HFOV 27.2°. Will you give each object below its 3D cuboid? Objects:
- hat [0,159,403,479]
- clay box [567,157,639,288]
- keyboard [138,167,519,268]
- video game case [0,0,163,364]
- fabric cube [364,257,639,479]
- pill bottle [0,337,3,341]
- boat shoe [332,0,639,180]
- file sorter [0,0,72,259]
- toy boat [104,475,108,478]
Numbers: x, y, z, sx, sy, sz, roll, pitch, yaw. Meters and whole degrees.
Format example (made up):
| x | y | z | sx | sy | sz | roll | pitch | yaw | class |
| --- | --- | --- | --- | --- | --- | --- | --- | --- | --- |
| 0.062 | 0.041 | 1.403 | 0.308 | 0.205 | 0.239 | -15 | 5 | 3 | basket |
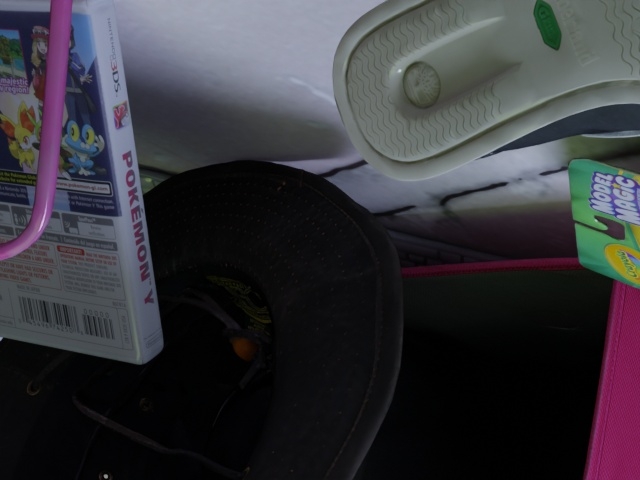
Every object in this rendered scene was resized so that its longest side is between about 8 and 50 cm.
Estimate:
| x | y | z | sx | sy | sz | roll | pitch | yaw | class |
| --- | --- | --- | --- | --- | --- | --- | --- | --- | --- |
| -0.071 | 0.123 | 0.693 | 0.331 | 0.331 | 0.134 | 2 | 146 | 40 | hat |
| 0.214 | -0.005 | 0.526 | 0.222 | 0.053 | 0.127 | 13 | 161 | 18 | clay box |
| 0.000 | 0.000 | 0.802 | 0.256 | 0.014 | 0.072 | 14 | 161 | 12 | keyboard |
| -0.175 | -0.037 | 0.664 | 0.201 | 0.023 | 0.183 | 8 | 116 | 29 | video game case |
| 0.122 | 0.172 | 0.759 | 0.258 | 0.259 | 0.254 | 25 | 160 | -40 | fabric cube |
| -0.334 | 0.000 | 0.880 | 0.278 | 0.162 | 0.162 | 7 | 159 | 31 | pill bottle |
| 0.111 | -0.075 | 0.421 | 0.233 | 0.084 | 0.079 | -11 | -175 | 44 | boat shoe |
| -0.218 | -0.047 | 0.380 | 0.202 | 0.182 | 0.291 | 14 | -158 | 13 | file sorter |
| -0.169 | 0.112 | 0.973 | 0.318 | 0.148 | 0.267 | -2 | 177 | -4 | toy boat |
